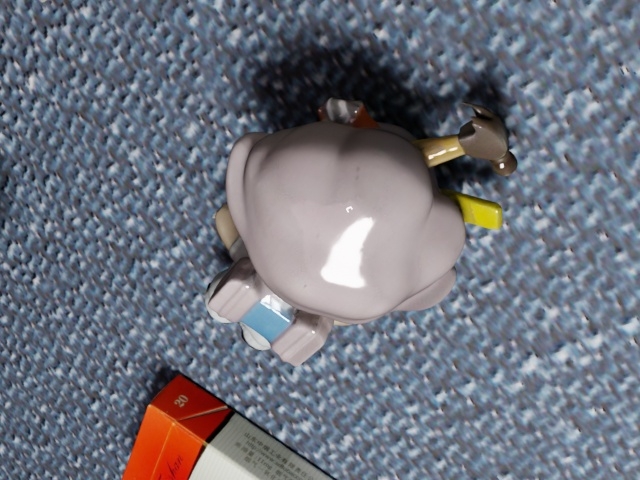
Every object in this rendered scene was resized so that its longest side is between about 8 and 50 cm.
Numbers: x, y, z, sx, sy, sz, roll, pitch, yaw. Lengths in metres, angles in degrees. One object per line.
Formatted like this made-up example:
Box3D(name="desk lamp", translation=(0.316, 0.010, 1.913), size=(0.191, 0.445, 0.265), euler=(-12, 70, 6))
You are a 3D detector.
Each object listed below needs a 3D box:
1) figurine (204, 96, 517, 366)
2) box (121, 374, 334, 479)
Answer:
Box3D(name="figurine", translation=(0.000, 0.000, 0.594), size=(0.137, 0.112, 0.229), euler=(43, 140, -4))
Box3D(name="box", translation=(-0.061, 0.176, 0.770), size=(0.152, 0.048, 0.100), euler=(34, 127, 13))
